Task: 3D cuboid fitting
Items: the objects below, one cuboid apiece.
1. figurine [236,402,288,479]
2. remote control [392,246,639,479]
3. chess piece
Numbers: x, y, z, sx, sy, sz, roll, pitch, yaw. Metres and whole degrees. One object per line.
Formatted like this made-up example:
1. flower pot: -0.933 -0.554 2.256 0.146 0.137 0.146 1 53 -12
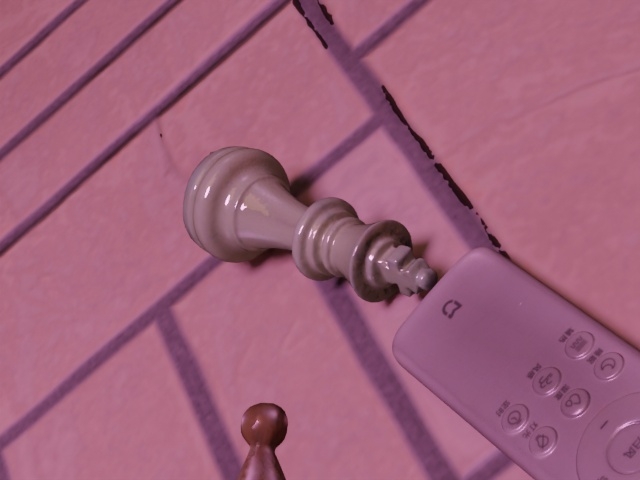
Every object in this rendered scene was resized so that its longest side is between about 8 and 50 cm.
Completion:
1. figurine: -0.014 0.242 0.564 0.207 0.166 0.386 120 154 -50
2. remote control: 0.113 0.075 0.681 0.067 0.029 0.261 -49 39 -2
3. chess piece: 0.000 0.000 0.836 0.149 0.059 0.059 24 75 43
